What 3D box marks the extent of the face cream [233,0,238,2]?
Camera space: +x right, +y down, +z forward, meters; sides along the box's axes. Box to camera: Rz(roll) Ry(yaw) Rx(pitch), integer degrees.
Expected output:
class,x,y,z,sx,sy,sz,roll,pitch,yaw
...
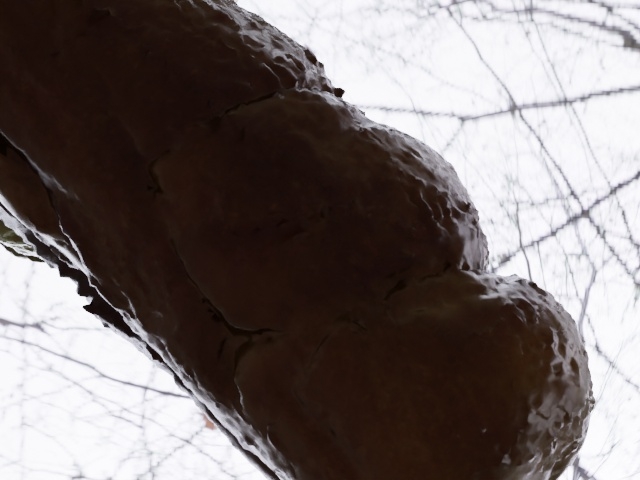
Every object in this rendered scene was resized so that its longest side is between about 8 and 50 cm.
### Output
class,x,y,z,sx,sy,sz,roll,pitch,yaw
face cream,-0.155,-0.240,0.877,0.179,0.218,0.218,32,-94,5

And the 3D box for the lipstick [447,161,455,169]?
class,x,y,z,sx,sy,sz,roll,pitch,yaw
lipstick,0.000,0.000,1.070,0.274,0.061,0.068,-25,-149,21

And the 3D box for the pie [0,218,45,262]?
class,x,y,z,sx,sy,sz,roll,pitch,yaw
pie,-0.225,-0.051,0.911,0.090,0.248,0.201,-37,-98,8

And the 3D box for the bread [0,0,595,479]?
class,x,y,z,sx,sy,sz,roll,pitch,yaw
bread,-0.059,-0.033,0.396,0.344,0.084,0.124,43,-80,12
